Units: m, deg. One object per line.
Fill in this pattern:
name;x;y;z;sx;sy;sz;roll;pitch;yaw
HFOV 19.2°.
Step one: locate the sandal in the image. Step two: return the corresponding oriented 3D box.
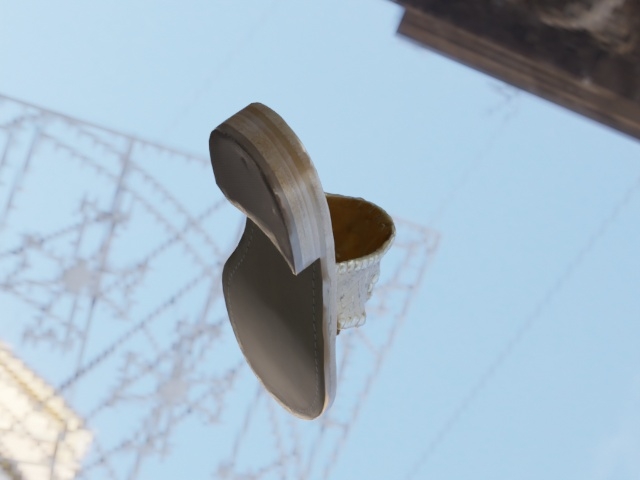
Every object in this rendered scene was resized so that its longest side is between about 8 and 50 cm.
sandal;0.004;0.004;0.908;0.079;0.240;0.088;-34;-117;-17
